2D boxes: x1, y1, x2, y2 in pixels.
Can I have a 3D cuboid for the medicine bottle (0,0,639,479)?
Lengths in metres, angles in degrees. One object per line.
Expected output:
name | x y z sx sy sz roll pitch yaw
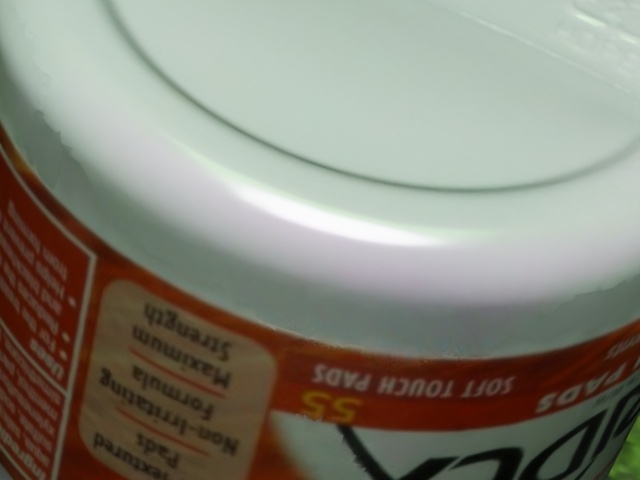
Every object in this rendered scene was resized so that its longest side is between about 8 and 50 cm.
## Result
medicine bottle | 0.000 0.000 0.654 0.252 0.241 0.252 8 44 -8
